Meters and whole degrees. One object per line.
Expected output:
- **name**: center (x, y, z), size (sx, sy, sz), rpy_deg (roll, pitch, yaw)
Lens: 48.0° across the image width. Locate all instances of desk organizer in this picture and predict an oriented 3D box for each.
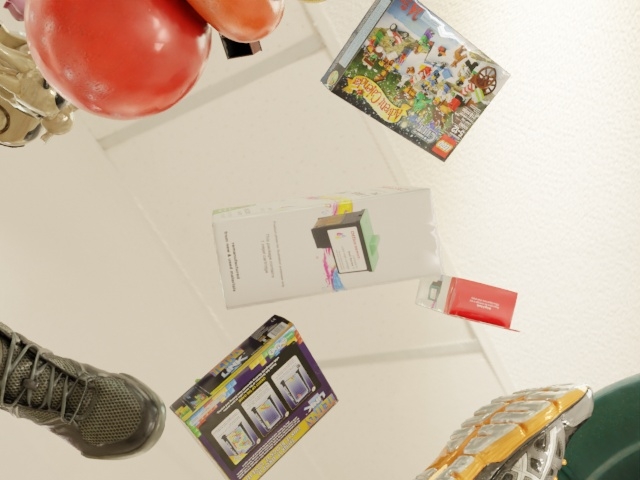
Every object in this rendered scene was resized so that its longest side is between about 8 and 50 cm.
- **desk organizer**: center (-0.151, -0.383, 1.256), size (0.047, 0.050, 0.130), rpy_deg (20, -40, 39)

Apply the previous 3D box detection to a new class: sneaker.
- **sneaker**: center (0.130, 0.179, 0.523), size (0.083, 0.215, 0.084), rpy_deg (55, -24, 2)
- **sneaker**: center (-0.260, 0.141, 0.676), size (0.228, 0.087, 0.130), rpy_deg (17, -14, 25)

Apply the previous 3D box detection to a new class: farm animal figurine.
- **farm animal figurine**: center (-0.397, -0.239, 1.022), size (0.172, 0.330, 0.327), rpy_deg (32, -49, -30)

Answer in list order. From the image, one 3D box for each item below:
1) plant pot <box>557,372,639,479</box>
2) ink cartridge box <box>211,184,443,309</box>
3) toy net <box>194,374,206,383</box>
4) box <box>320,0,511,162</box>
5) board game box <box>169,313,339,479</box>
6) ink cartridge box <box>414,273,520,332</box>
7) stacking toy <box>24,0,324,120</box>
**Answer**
- **plant pot**: center (0.431, 0.376, 0.792), size (0.334, 0.341, 0.341), rpy_deg (48, -48, -13)
- **ink cartridge box**: center (0.000, 0.000, 0.967), size (0.278, 0.201, 0.117), rpy_deg (-9, -83, -7)
- **toy net**: center (-0.110, 0.279, 1.320), size (0.232, 0.045, 0.122), rpy_deg (32, -70, -36)
- **box**: center (0.137, -0.227, 1.001), size (0.233, 0.044, 0.159), rpy_deg (24, -71, -34)
- **board game box**: center (-0.075, 0.197, 0.870), size (0.048, 0.170, 0.141), rpy_deg (20, -36, 52)
- **ink cartridge box**: center (0.292, 0.117, 1.417), size (0.134, 0.077, 0.231), rpy_deg (14, -1, -14)
- **stacking toy**: center (-0.003, -0.172, 0.325), size (0.330, 0.141, 0.141), rpy_deg (-31, -74, 14)
